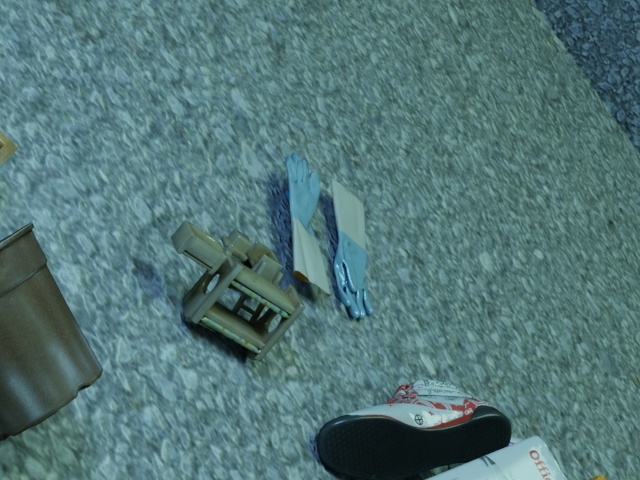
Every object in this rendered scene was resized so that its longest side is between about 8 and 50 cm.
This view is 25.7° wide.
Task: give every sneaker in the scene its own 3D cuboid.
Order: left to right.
[{"bbox_3d":[0.101,0.244,1.838,0.270,0.090,0.145,-2,13,-22],"label":"sneaker"}]

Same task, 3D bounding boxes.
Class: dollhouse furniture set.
[{"bbox_3d":[-0.136,0.041,1.740,0.182,0.101,0.161,34,12,-28],"label":"dollhouse furniture set"}]

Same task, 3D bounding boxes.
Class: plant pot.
[{"bbox_3d":[-0.307,0.094,1.369,0.165,0.167,0.167,58,31,-7],"label":"plant pot"}]

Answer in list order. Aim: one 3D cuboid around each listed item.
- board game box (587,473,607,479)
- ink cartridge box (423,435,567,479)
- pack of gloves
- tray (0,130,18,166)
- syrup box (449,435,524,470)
[{"bbox_3d":[0.204,0.527,1.431,0.356,0.356,0.356,55,31,2],"label":"board game box"},{"bbox_3d":[0.211,0.360,1.757,0.219,0.092,0.160,-16,64,-27],"label":"ink cartridge box"},{"bbox_3d":[0.000,0.000,1.995,0.195,0.046,0.232,40,35,-43],"label":"pack of gloves"},{"bbox_3d":[-0.473,-0.051,1.362,0.203,0.076,0.411,46,33,-13],"label":"tray"},{"bbox_3d":[0.260,0.389,1.893,0.096,0.093,0.237,21,44,-41],"label":"syrup box"}]
